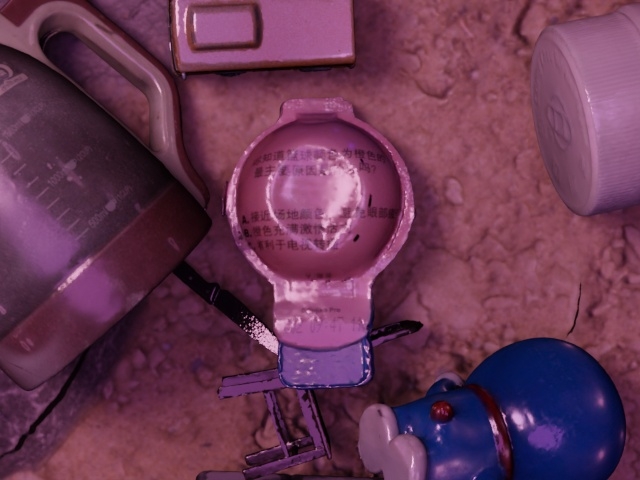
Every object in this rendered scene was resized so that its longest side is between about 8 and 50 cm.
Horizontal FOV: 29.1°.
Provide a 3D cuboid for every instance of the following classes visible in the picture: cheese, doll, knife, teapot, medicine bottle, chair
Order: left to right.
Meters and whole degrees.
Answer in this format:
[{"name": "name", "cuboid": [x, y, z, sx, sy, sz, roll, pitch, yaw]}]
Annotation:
[{"name": "teapot", "cuboid": [-0.257, -0.078, 1.132, 0.312, 0.233, 0.315, 49, 59, -9]}, {"name": "knife", "cuboid": [-0.092, 0.065, 1.224, 0.170, 0.010, 0.023, 39, 87, 14]}, {"name": "cheese", "cuboid": [0.000, 0.000, 1.192, 0.189, 0.074, 0.285, -4, 82, 5]}, {"name": "chair", "cuboid": [0.013, 0.157, 1.229, 0.213, 0.084, 0.101, -17, 94, 0]}, {"name": "doll", "cuboid": [0.168, 0.192, 1.180, 0.257, 0.215, 0.161, -10, 130, -16]}, {"name": "medicine bottle", "cuboid": [0.377, -0.144, 1.150, 0.332, 0.190, 0.189, -14, 97, 0]}]

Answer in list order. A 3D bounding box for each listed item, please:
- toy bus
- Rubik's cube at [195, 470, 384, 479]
[{"name": "toy bus", "cuboid": [-0.058, -0.201, 1.173, 0.182, 0.103, 0.091, -3, 96, -1]}, {"name": "Rubik's cube", "cuboid": [0.017, 0.403, 1.145, 0.304, 0.301, 0.305, 1, 97, -2]}]
